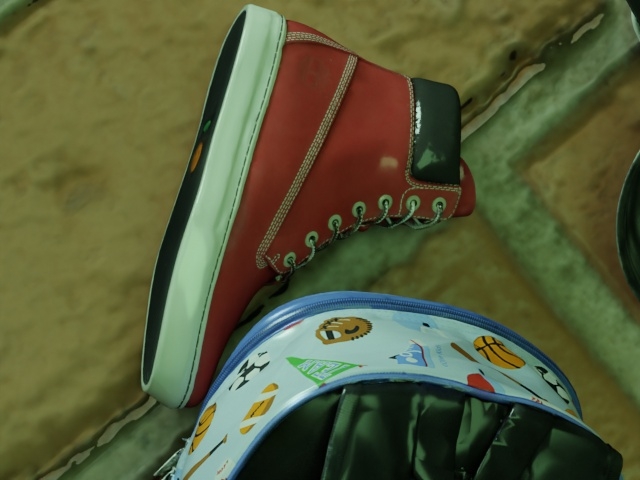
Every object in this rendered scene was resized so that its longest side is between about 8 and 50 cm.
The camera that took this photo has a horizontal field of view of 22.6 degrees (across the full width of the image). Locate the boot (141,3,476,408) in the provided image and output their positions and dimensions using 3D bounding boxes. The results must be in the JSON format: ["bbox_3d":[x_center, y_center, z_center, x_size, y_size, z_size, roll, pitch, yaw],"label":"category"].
[{"bbox_3d":[0.000,0.000,0.947,0.176,0.088,0.244,21,76,-15],"label":"boot"}]

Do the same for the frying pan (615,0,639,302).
[{"bbox_3d":[0.228,-0.055,0.990,0.326,0.053,0.197,31,107,-20],"label":"frying pan"}]

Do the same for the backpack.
[{"bbox_3d":[0.032,0.161,0.850,0.276,0.213,0.263,15,116,-20],"label":"backpack"}]

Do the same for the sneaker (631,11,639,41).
[{"bbox_3d":[0.250,-0.181,1.037,0.095,0.090,0.235,-2,84,-7],"label":"sneaker"}]
